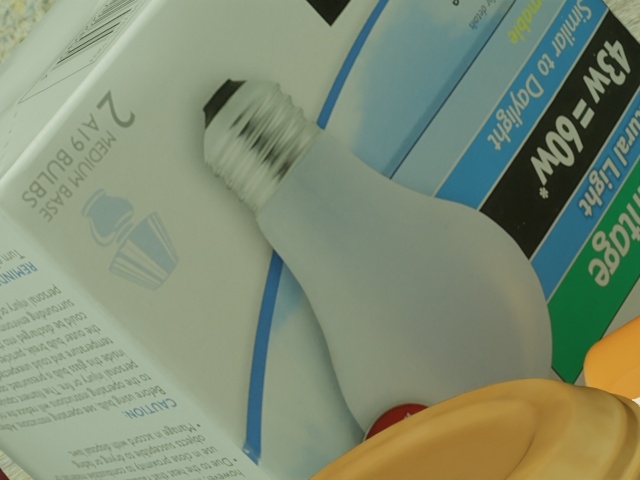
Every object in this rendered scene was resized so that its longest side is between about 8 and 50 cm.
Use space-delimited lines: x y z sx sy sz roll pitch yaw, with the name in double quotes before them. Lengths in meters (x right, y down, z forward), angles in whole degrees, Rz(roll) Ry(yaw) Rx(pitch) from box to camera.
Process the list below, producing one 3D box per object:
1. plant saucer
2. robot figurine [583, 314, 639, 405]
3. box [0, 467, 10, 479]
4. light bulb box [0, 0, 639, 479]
"plant saucer" 0.034 0.109 0.726 0.200 0.037 0.200 -29 11 6
"robot figurine" 0.210 0.068 0.902 0.219 0.128 0.158 -32 -12 15
"box" -0.259 0.273 1.415 0.149 0.127 0.232 -36 12 -4
"light bulb box" 0.000 0.000 1.059 0.225 0.361 0.358 -16 34 55
